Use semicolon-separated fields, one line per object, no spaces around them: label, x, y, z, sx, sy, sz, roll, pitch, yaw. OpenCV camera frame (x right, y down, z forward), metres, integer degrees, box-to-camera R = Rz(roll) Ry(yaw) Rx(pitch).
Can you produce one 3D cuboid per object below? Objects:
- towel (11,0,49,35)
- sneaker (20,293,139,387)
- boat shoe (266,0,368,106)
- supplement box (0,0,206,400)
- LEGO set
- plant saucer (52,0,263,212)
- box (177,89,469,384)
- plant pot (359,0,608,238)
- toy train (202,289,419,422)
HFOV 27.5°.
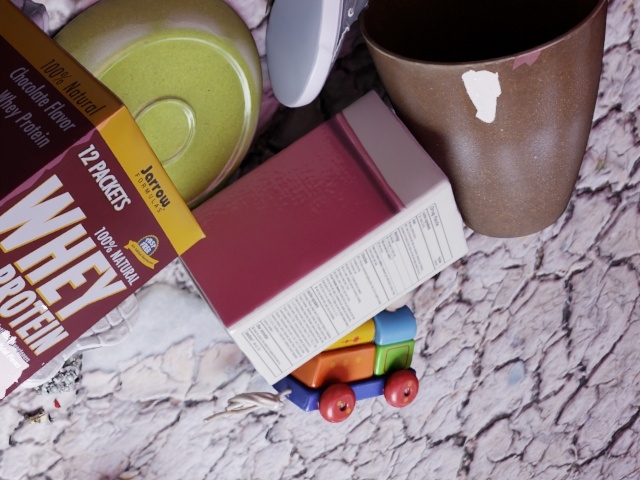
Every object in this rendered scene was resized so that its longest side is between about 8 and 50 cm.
towel;-0.335;-0.060;0.909;0.284;0.121;0.235;-14;130;-35
sneaker;-0.231;0.081;1.157;0.158;0.065;0.061;-29;99;-45
boat shoe;0.012;-0.224;1.120;0.076;0.080;0.228;-7;116;-36
supplement box;-0.215;-0.027;0.798;0.194;0.191;0.129;-40;141;-11
LEGO set;-0.243;0.139;1.203;0.054;0.023;0.083;-12;127;-34
plant saucer;-0.142;-0.097;1.105;0.241;0.037;0.241;-22;131;-27
box;0.000;0.000;1.187;0.232;0.127;0.148;-34;152;-4
plant pot;0.162;-0.122;1.197;0.215;0.215;0.230;-31;130;-20
toy train;-0.004;0.103;1.333;0.248;0.105;0.143;-7;113;-37
